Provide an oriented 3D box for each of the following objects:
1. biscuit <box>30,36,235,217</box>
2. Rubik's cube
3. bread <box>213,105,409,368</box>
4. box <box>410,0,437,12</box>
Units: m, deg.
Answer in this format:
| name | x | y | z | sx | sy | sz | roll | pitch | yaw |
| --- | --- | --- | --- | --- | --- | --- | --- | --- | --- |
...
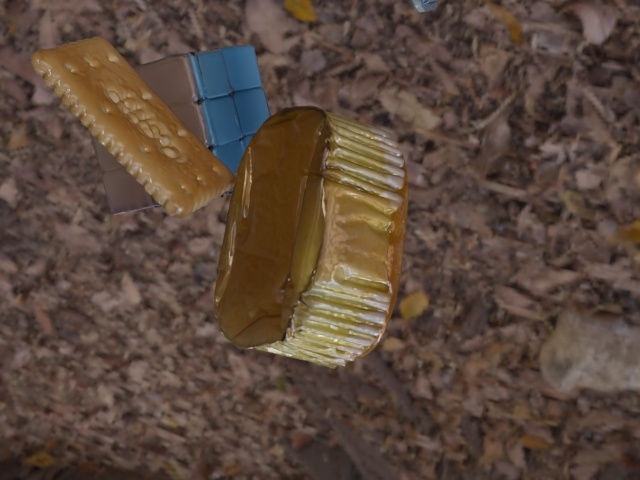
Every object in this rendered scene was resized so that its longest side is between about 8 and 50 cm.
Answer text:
| name | x | y | z | sx | sy | sz | roll | pitch | yaw |
| --- | --- | --- | --- | --- | --- | --- | --- | --- | --- |
| biscuit | -0.211 | -0.137 | 1.251 | 0.249 | 0.160 | 0.030 | 47 | 115 | 1 |
| Rubik's cube | -0.220 | -0.181 | 1.750 | 0.221 | 0.231 | 0.224 | -10 | 98 | 25 |
| bread | 0.000 | 0.000 | 1.244 | 0.156 | 0.288 | 0.204 | 16 | 162 | -36 |
| box | 0.208 | -0.531 | 2.074 | 0.130 | 0.227 | 0.162 | -23 | 97 | 17 |
